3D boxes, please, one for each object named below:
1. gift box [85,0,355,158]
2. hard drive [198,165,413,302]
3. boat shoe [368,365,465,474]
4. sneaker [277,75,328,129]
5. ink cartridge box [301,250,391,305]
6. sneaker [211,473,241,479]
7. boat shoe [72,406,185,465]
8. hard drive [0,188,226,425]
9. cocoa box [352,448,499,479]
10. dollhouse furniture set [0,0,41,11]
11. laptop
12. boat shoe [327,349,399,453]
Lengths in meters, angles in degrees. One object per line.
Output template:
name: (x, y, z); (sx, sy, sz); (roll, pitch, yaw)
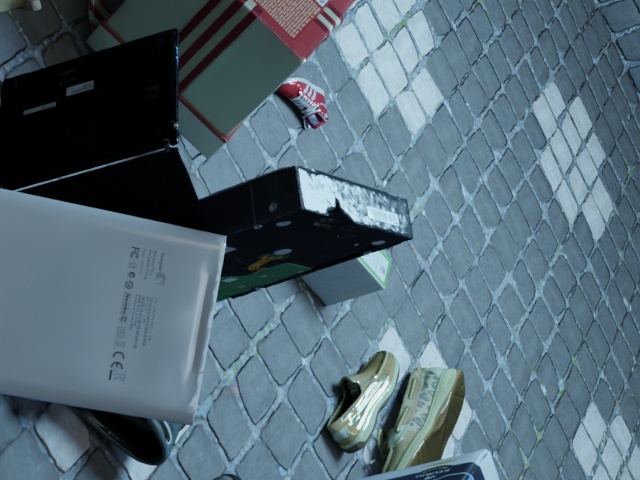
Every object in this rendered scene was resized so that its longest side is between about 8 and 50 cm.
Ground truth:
gift box: (-0.142, -0.303, 1.908); (0.276, 0.258, 0.255); (46, 39, -4)
hard drive: (-0.090, 0.001, 1.757); (0.237, 0.339, 0.064); (13, 63, -52)
boat shoe: (0.140, 0.300, 2.205); (0.285, 0.089, 0.104); (-54, 146, -48)
sneaker: (-0.026, -0.210, 2.218); (0.118, 0.042, 0.067); (13, 62, -55)
ink cartridge box: (0.000, 0.000, 2.098); (0.209, 0.109, 0.062); (47, 40, -33)
sneaker: (-0.176, 0.331, 1.701); (0.271, 0.100, 0.108); (-28, 94, -56)
boat shoe: (-0.260, 0.146, 1.646); (0.319, 0.116, 0.099); (50, 35, -39)
hard drive: (-0.273, 0.066, 1.531); (0.319, 0.040, 0.210); (12, 81, -17)
cocoa box: (0.054, 0.423, 1.734); (0.231, 0.347, 0.228); (71, 21, -4)
dollhouse furniture set: (-0.415, -0.353, 1.633); (0.303, 0.174, 0.355); (-22, 113, -33)
laptop: (-0.244, -0.079, 1.671); (0.136, 0.234, 0.264); (55, 26, -53)
boat shoe: (0.061, 0.222, 2.131); (0.072, 0.068, 0.190); (45, 41, -18)
